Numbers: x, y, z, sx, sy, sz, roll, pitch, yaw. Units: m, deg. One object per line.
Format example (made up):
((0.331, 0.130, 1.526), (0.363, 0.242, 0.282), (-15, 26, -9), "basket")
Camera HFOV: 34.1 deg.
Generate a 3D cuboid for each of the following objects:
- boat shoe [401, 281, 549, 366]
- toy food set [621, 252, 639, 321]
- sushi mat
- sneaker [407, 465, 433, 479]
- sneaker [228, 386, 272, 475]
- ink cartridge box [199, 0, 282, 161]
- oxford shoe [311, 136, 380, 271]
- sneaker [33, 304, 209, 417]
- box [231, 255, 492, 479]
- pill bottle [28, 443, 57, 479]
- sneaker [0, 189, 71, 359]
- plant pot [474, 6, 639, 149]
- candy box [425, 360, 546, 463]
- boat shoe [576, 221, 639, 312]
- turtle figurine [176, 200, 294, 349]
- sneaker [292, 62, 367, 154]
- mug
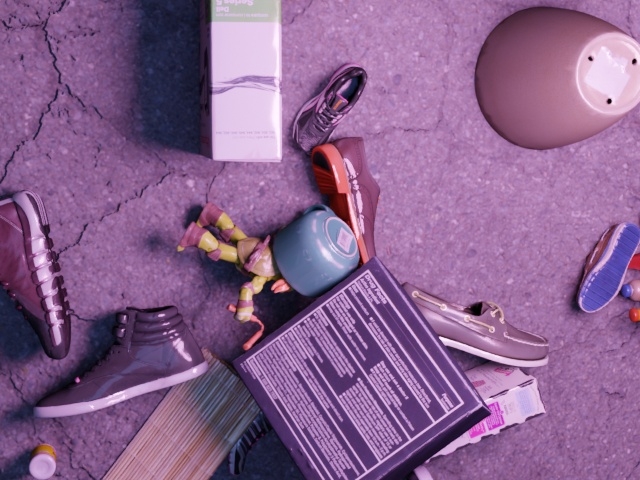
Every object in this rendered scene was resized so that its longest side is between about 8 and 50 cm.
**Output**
((0.273, 0.151, 1.853), (0.304, 0.109, 0.091), (14, 99, -9), "boat shoe")
((0.607, 0.033, 1.905), (0.104, 0.111, 0.232), (-1, 100, -12), "toy food set")
((-0.239, 0.350, 1.787), (0.151, 0.019, 0.317), (37, 89, 17), "sushi mat")
((0.141, 0.544, 1.878), (0.153, 0.101, 0.269), (-5, 101, -14), "sneaker")
((-0.116, 0.330, 1.818), (0.074, 0.063, 0.171), (13, 89, -7), "sneaker")
((-0.131, -0.264, 1.670), (0.114, 0.198, 0.273), (-1, 97, -11), "ink cartridge box")
((0.071, -0.046, 1.797), (0.098, 0.097, 0.271), (-23, 109, -25), "oxford shoe")
((-0.347, 0.195, 1.741), (0.295, 0.104, 0.147), (-18, 93, -10), "sneaker")
((0.072, 0.239, 1.692), (0.294, 0.183, 0.296), (-37, 70, 5), "box")
((-0.462, 0.366, 1.741), (0.043, 0.083, 0.043), (-2, 98, -12), "pill bottle")
((-0.507, 0.068, 1.695), (0.162, 0.106, 0.282), (-13, 89, -5), "sneaker")
((0.425, -0.273, 1.746), (0.256, 0.274, 0.257), (-2, 98, -11), "plant pot")
((0.257, 0.295, 1.842), (0.233, 0.159, 0.071), (-22, 103, -8), "candy box")
((0.520, 0.050, 1.912), (0.066, 0.066, 0.183), (36, 83, -16), "boat shoe")
((-0.123, 0.036, 1.720), (0.217, 0.087, 0.270), (31, 53, 1), "turtle figurine")
((0.017, -0.228, 1.768), (0.072, 0.077, 0.178), (32, 91, -12), "sneaker")
((-0.004, 0.004, 1.717), (0.097, 0.129, 0.158), (-33, 71, 33), "mug")
